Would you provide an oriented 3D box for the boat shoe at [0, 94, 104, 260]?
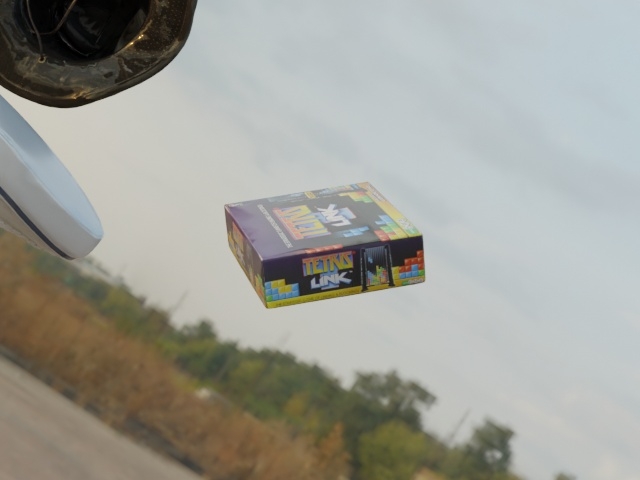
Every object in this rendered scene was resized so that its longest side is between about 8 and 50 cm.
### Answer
[{"bbox_3d":[-0.362,-0.085,1.219,0.367,0.156,0.136,45,8,-22],"label":"boat shoe"}]

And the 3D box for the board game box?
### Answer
[{"bbox_3d":[0.000,0.000,1.244,0.141,0.048,0.170,-8,19,-13],"label":"board game box"}]

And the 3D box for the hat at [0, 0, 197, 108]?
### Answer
[{"bbox_3d":[-0.296,-0.295,1.867,0.331,0.331,0.134,31,-8,24],"label":"hat"}]
